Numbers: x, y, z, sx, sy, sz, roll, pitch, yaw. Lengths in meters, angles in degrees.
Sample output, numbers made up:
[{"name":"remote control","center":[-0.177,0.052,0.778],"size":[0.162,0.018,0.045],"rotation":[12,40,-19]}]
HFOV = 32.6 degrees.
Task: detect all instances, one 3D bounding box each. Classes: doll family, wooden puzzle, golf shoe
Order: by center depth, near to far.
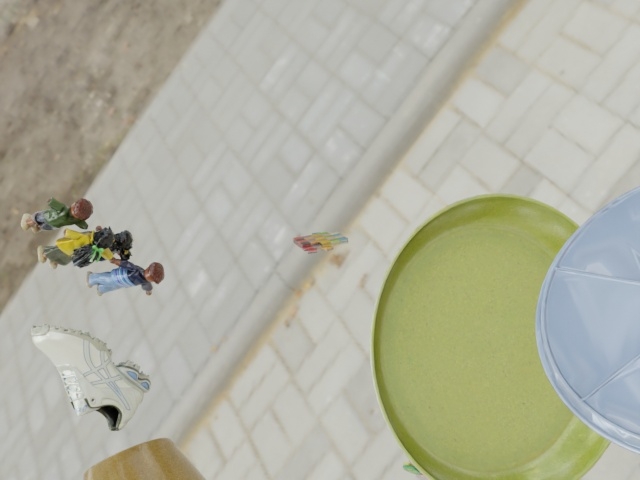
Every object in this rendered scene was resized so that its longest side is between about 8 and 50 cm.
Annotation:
[{"name":"wooden puzzle","center":[0.000,0.000,1.182],"size":[0.083,0.049,0.006],"rotation":[-146,47,-70]},{"name":"golf shoe","center":[-0.282,0.165,1.315],"size":[0.069,0.176,0.086],"rotation":[-12,49,43]},{"name":"doll family","center":[-0.271,0.012,1.340],"size":[0.111,0.193,0.076],"rotation":[-15,63,27]}]

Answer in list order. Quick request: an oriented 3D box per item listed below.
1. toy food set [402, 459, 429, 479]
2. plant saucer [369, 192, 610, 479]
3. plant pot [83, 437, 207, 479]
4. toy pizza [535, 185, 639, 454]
[{"name":"toy food set","center":[0.138,0.265,1.244],"size":[0.082,0.083,0.020],"rotation":[-10,51,51]},{"name":"plant saucer","center":[0.139,0.084,0.856],"size":[0.037,0.241,0.241],"rotation":[-14,51,66]},{"name":"plant pot","center":[-0.197,0.387,1.366],"size":[0.237,0.237,0.254],"rotation":[-34,73,31]},{"name":"toy pizza","center":[0.219,0.039,0.602],"size":[0.201,0.032,0.201],"rotation":[-16,45,16]}]
